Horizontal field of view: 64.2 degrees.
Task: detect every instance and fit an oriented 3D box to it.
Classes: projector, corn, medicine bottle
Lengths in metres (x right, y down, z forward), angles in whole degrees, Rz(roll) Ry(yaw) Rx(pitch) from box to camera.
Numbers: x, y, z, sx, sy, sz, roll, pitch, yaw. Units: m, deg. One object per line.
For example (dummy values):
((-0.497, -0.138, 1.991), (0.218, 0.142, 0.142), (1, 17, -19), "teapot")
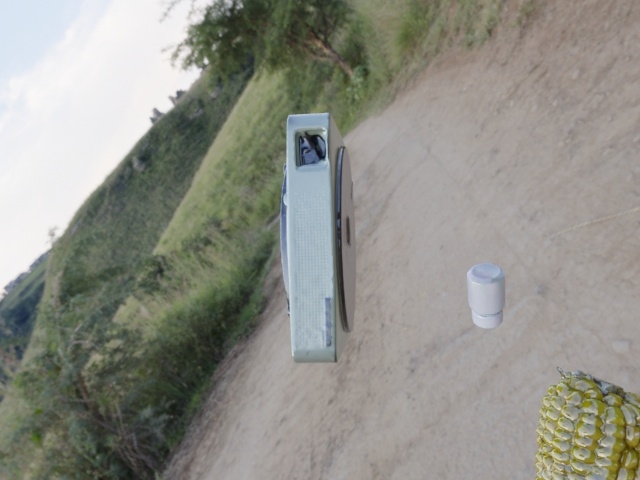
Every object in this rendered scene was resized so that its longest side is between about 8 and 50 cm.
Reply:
((0.000, 0.000, 0.632), (0.259, 0.079, 0.257), (9, -100, -81), "projector")
((0.222, 0.273, 0.436), (0.102, 0.102, 0.313), (165, 119, -75), "corn")
((0.243, 0.081, 0.746), (0.052, 0.089, 0.052), (-10, 30, 6), "medicine bottle")
